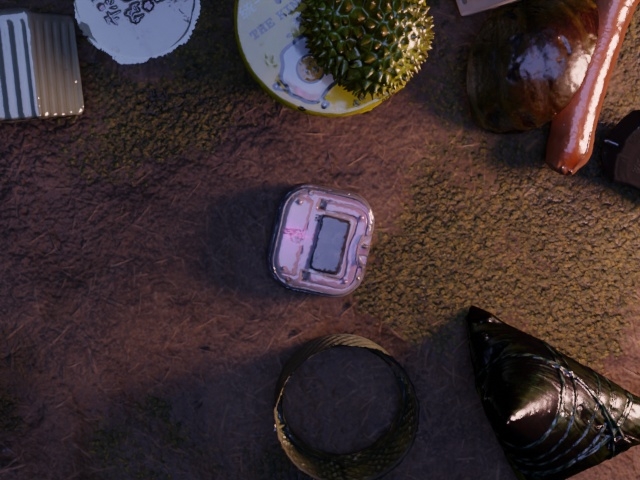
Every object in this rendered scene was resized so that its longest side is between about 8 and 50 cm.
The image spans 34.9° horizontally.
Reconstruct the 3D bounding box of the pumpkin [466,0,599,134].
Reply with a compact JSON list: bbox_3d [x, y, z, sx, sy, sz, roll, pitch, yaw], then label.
[{"bbox_3d":[0.388,-0.345,1.857,0.169,0.148,0.312,23,91,-34],"label":"pumpkin"}]

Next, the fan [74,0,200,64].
[{"bbox_3d":[-0.266,-0.492,1.886,0.414,0.012,0.233,-30,99,-1],"label":"fan"}]

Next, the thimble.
[{"bbox_3d":[0.047,0.311,1.917,0.270,0.150,0.271,0,96,-4],"label":"thimble"}]

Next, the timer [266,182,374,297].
[{"bbox_3d":[0.000,0.000,1.926,0.190,0.069,0.209,11,93,-7],"label":"timer"}]

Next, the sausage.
[{"bbox_3d":[0.514,-0.326,1.919,0.094,0.094,0.419,19,95,24],"label":"sausage"}]

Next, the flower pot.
[{"bbox_3d":[-0.542,-0.302,1.790,0.209,0.239,0.190,-1,96,25],"label":"flower pot"}]

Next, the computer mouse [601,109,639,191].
[{"bbox_3d":[0.657,-0.152,1.946,0.264,0.088,0.147,23,111,-5],"label":"computer mouse"}]

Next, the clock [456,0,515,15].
[{"bbox_3d":[0.318,-0.536,1.798,0.116,0.262,0.231,-22,99,-40],"label":"clock"}]

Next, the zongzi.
[{"bbox_3d":[0.402,0.321,1.844,0.319,0.362,0.383,-40,99,19],"label":"zongzi"}]

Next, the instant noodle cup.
[{"bbox_3d":[0.009,-0.375,1.797,0.325,0.254,0.326,0,95,-4],"label":"instant noodle cup"}]

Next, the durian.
[{"bbox_3d":[0.073,-0.338,1.599,0.200,0.176,0.237,-26,109,19],"label":"durian"}]
